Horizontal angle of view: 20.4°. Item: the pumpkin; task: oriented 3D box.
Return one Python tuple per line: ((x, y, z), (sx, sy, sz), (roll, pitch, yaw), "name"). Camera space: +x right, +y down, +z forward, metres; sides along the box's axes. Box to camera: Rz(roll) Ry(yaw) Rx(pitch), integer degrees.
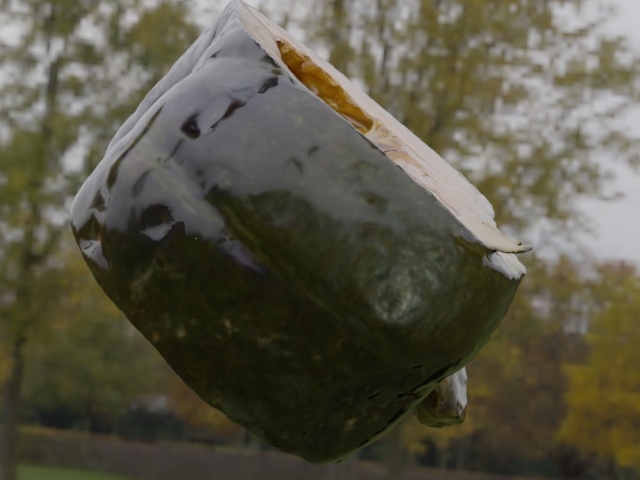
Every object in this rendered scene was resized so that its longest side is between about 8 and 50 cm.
((0.000, 0.000, 0.878), (0.222, 0.139, 0.317), (40, 5, -9), "pumpkin")
